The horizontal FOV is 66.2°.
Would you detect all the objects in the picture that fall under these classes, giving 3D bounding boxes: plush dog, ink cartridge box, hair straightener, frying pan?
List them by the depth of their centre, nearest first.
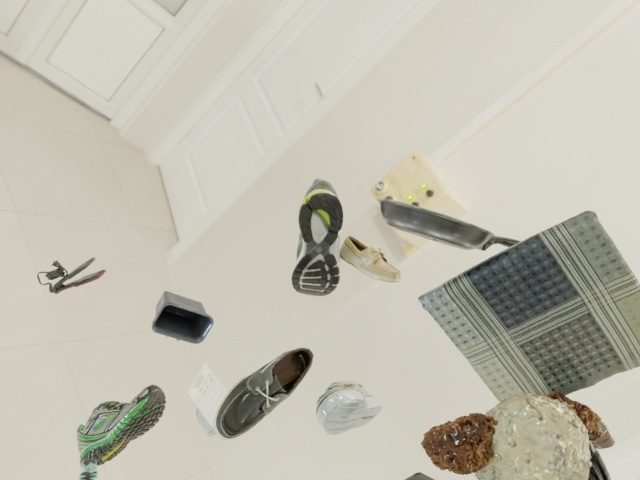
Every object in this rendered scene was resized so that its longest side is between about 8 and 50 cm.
[{"bbox_3d":[0.237,0.289,0.563,0.262,0.210,0.226,-4,91,-22],"label":"plush dog"},{"bbox_3d":[0.227,-0.015,0.860,0.197,0.053,0.326,20,2,42],"label":"frying pan"},{"bbox_3d":[-0.656,0.082,1.266,0.089,0.230,0.047,60,35,-22],"label":"hair straightener"},{"bbox_3d":[-0.366,0.510,1.578,0.179,0.045,0.145,58,24,-17],"label":"ink cartridge box"}]

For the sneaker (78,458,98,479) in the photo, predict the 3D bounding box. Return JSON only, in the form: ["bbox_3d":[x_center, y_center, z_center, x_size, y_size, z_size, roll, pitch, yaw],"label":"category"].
[{"bbox_3d":[-0.496,0.519,1.041,0.038,0.069,0.098,10,3,-19],"label":"sneaker"}]

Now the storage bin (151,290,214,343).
[{"bbox_3d":[-0.344,0.187,1.204,0.135,0.098,0.091,25,13,-30],"label":"storage bin"}]

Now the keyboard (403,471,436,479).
[{"bbox_3d":[0.255,0.632,1.219,0.108,0.180,0.023,-17,88,-24],"label":"keyboard"}]

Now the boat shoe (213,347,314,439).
[{"bbox_3d":[-0.105,0.285,0.940,0.233,0.079,0.084,-35,89,-36],"label":"boat shoe"}]

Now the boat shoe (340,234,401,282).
[{"bbox_3d":[0.106,0.037,1.053,0.170,0.059,0.063,28,18,39],"label":"boat shoe"}]

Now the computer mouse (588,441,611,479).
[{"bbox_3d":[0.411,0.339,0.568,0.272,0.072,0.189,120,-50,-79],"label":"computer mouse"}]

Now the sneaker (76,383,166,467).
[{"bbox_3d":[-0.580,0.505,1.385,0.146,0.343,0.134,57,16,21],"label":"sneaker"}]

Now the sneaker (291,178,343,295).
[{"bbox_3d":[0.000,0.000,1.079,0.111,0.300,0.121,9,36,-2],"label":"sneaker"}]

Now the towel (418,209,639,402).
[{"bbox_3d":[0.383,0.138,0.839,0.324,0.312,0.056,51,22,-17],"label":"towel"}]

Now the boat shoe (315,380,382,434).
[{"bbox_3d":[0.051,0.372,1.120,0.094,0.109,0.302,43,0,29],"label":"boat shoe"}]

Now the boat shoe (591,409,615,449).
[{"bbox_3d":[0.455,0.352,0.875,0.066,0.066,0.183,49,-12,21],"label":"boat shoe"}]
